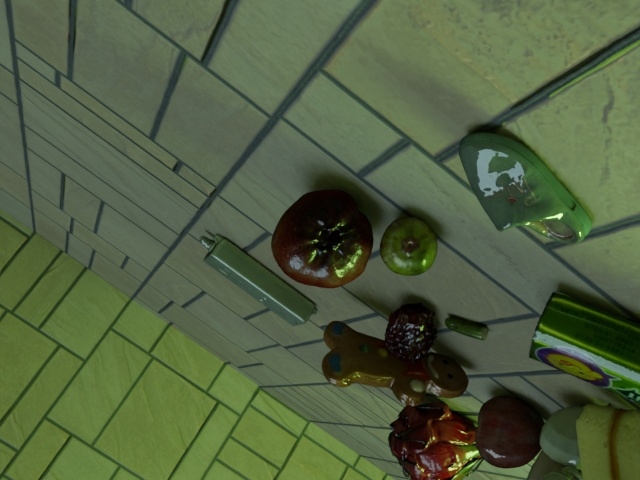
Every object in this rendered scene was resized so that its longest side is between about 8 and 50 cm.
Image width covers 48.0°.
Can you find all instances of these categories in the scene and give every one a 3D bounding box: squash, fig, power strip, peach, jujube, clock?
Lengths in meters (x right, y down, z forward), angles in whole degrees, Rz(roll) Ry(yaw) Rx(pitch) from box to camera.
[{"bbox_3d":[0.265,0.160,1.319,0.083,0.027,0.027,14,152,38],"label":"squash"},{"bbox_3d":[0.127,0.022,1.128,0.093,0.093,0.166,32,160,1],"label":"fig"},{"bbox_3d":[-0.154,0.097,1.730,0.338,0.058,0.098,38,159,-11],"label":"power strip"},{"bbox_3d":[0.405,0.408,1.521,0.152,0.152,0.152,28,158,12],"label":"peach"},{"bbox_3d":[0.170,0.177,1.400,0.104,0.104,0.166,23,150,24],"label":"jujube"},{"bbox_3d":[0.485,0.508,1.360,0.184,0.342,0.326,4,153,41],"label":"clock"}]

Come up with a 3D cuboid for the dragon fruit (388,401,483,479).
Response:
[{"bbox_3d":[0.314,0.514,1.830,0.293,0.234,0.234,-19,132,25],"label":"dragon fruit"}]

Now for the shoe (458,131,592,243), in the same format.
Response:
[{"bbox_3d":[0.235,-0.045,0.845,0.195,0.078,0.079,35,160,-17],"label":"shoe"}]

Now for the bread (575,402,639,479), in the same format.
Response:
[{"bbox_3d":[0.567,0.349,1.129,0.236,0.199,0.263,0,174,-9],"label":"bread"}]

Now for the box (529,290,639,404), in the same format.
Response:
[{"bbox_3d":[0.470,0.189,0.994,0.345,0.097,0.134,23,159,23],"label":"box"}]

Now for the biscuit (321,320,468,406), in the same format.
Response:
[{"bbox_3d":[0.158,0.249,1.476,0.323,0.205,0.049,18,120,-10],"label":"biscuit"}]

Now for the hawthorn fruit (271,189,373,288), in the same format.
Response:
[{"bbox_3d":[0.000,0.000,1.167,0.169,0.169,0.188,35,171,-7],"label":"hawthorn fruit"}]
